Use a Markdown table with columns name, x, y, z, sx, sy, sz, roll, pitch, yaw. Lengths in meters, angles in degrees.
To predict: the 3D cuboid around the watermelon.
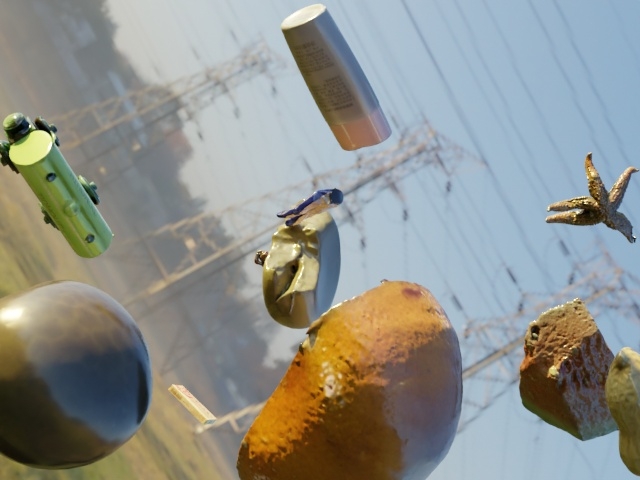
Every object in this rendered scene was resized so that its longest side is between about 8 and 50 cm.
| name | x | y | z | sx | sy | sz | roll | pitch | yaw |
| --- | --- | --- | --- | --- | --- | --- | --- | --- | --- |
| watermelon | 0.458 | 0.229 | 2.042 | 0.140 | 0.192 | 0.257 | -110 | -177 | -59 |

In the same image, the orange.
| name | x | y | z | sx | sy | sz | roll | pitch | yaw |
| --- | --- | --- | --- | --- | --- | --- | --- | --- | --- |
| orange | 0.047 | 0.197 | 1.367 | 0.274 | 0.274 | 0.310 | 168 | -66 | -82 |

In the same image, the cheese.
| name | x | y | z | sx | sy | sz | roll | pitch | yaw |
| --- | --- | --- | --- | --- | --- | --- | --- | --- | --- |
| cheese | -0.029 | 0.051 | 1.720 | 0.202 | 0.091 | 0.175 | -64 | 155 | -58 |

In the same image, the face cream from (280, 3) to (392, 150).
| name | x | y | z | sx | sy | sz | roll | pitch | yaw |
| --- | --- | --- | --- | --- | --- | --- | --- | --- | --- |
| face cream | 0.021 | -0.210 | 1.474 | 0.084 | 0.057 | 0.198 | -7 | -54 | 35 |

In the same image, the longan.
| name | x | y | z | sx | sy | sz | roll | pitch | yaw |
| --- | --- | --- | --- | --- | --- | --- | --- | --- | --- |
| longan | -0.260 | 0.132 | 1.106 | 0.198 | 0.198 | 0.212 | 61 | 7 | -4 |

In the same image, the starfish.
| name | x | y | z | sx | sy | sz | roll | pitch | yaw |
| --- | --- | --- | --- | --- | --- | --- | --- | --- | --- |
| starfish | 0.365 | -0.040 | 1.424 | 0.130 | 0.133 | 0.041 | 43 | 2 | -12 |

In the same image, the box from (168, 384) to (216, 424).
| name | x | y | z | sx | sy | sz | roll | pitch | yaw |
| --- | --- | --- | --- | --- | --- | --- | --- | --- | --- |
| box | -0.231 | 0.296 | 2.030 | 0.093 | 0.015 | 0.058 | 42 | 2 | 14 |

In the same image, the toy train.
| name | x | y | z | sx | sy | sz | roll | pitch | yaw |
| --- | --- | --- | --- | --- | --- | --- | --- | --- | --- |
| toy train | -0.409 | -0.082 | 1.756 | 0.157 | 0.105 | 0.253 | 46 | -14 | 47 |

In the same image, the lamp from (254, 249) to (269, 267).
| name | x | y | z | sx | sy | sz | roll | pitch | yaw |
| --- | --- | --- | --- | --- | --- | --- | --- | --- | --- |
| lamp | -0.079 | 0.053 | 1.989 | 0.063 | 0.031 | 0.083 | 35 | -11 | 29 |

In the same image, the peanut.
| name | x | y | z | sx | sy | sz | roll | pitch | yaw |
| --- | --- | --- | --- | --- | --- | --- | --- | --- | --- |
| peanut | 0.454 | 0.246 | 1.610 | 0.082 | 0.082 | 0.187 | 169 | -96 | -81 |

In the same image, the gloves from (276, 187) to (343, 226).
| name | x | y | z | sx | sy | sz | roll | pitch | yaw |
| --- | --- | --- | --- | --- | --- | --- | --- | --- | --- |
| gloves | -0.015 | -0.042 | 1.432 | 0.064 | 0.086 | 0.026 | -7 | 74 | -52 |
